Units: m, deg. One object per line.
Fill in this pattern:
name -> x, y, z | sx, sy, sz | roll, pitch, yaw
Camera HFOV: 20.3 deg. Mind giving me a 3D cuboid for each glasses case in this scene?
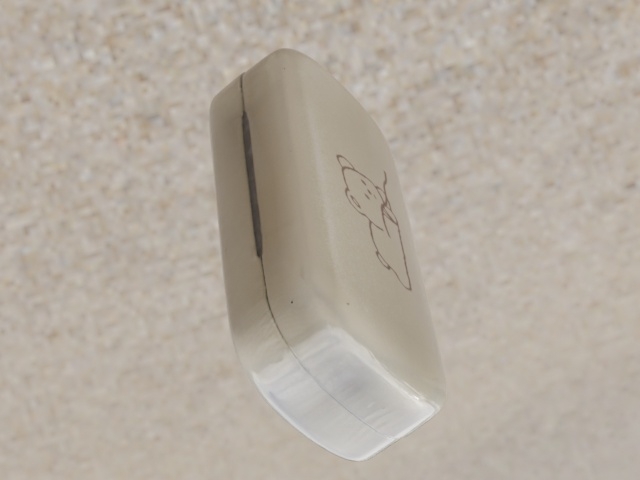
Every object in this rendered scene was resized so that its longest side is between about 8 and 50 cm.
glasses case -> 0.000, 0.000, 0.692 | 0.050, 0.196, 0.083 | -35, 125, 18
